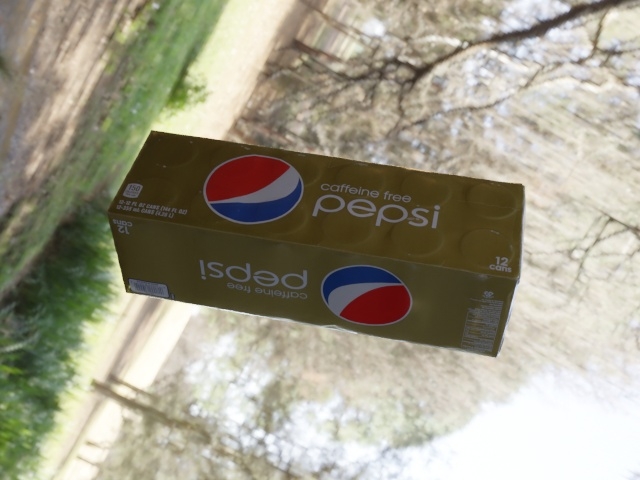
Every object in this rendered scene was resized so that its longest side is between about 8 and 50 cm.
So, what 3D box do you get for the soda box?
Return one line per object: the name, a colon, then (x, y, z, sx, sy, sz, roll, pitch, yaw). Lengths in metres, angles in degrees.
soda box: (0.000, 0.000, 0.407, 0.058, 0.181, 0.061, 92, 11, -47)
